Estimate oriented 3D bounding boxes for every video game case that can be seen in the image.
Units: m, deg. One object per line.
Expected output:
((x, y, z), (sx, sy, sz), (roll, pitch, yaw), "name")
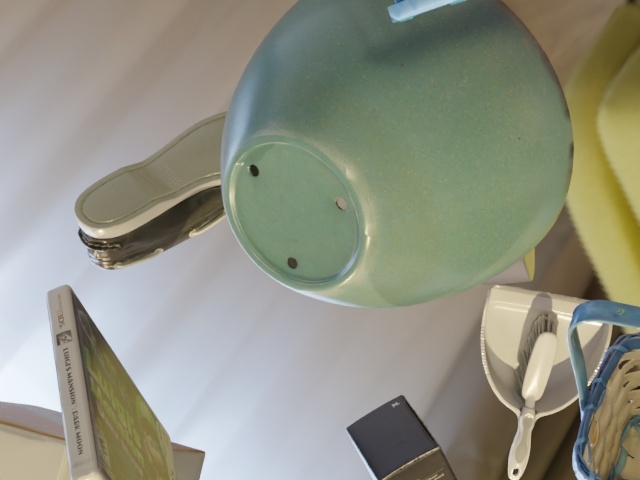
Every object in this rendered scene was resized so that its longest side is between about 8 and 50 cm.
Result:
((-0.134, 0.149, 1.018), (0.022, 0.173, 0.190), (-23, 134, 3), "video game case")

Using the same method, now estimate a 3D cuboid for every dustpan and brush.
((0.239, 0.166, 1.654), (0.147, 0.060, 0.211), (10, 110, -5), "dustpan and brush")

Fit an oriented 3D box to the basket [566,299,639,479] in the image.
((0.356, 0.167, 1.317), (0.255, 0.201, 0.289), (9, 137, 21), "basket")

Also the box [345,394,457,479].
((0.144, 0.367, 2.244), (0.207, 0.108, 0.153), (62, 176, -31), "box")

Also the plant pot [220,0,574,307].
((0.031, -0.060, 1.189), (0.290, 0.195, 0.290), (17, 124, 28), "plant pot")

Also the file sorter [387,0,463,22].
((0.115, -0.211, 0.857), (0.104, 0.170, 0.118), (66, 166, -8), "file sorter")

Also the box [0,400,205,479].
((-0.276, 0.247, 1.370), (0.215, 0.168, 0.345), (12, 174, 16), "box")

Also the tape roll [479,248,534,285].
((0.204, -0.057, 1.743), (0.072, 0.219, 0.219), (-6, 137, 12), "tape roll")

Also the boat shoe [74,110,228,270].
((-0.149, -0.064, 1.738), (0.114, 0.302, 0.091), (53, 159, 37), "boat shoe")
